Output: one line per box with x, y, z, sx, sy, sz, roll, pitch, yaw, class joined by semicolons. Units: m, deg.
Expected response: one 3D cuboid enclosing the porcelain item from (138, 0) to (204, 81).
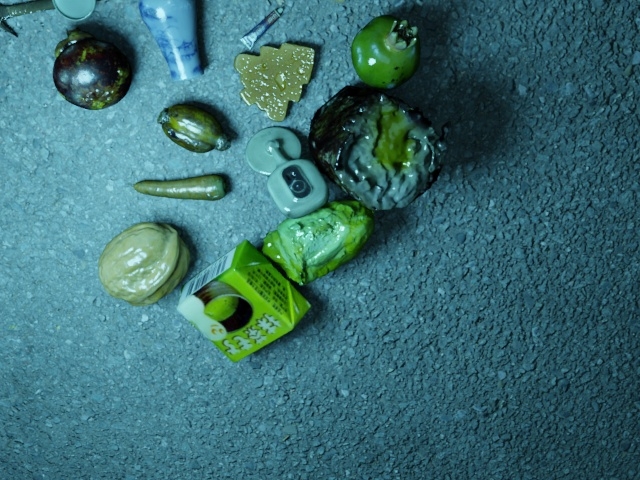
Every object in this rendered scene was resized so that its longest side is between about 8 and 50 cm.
-0.373;-0.545;1.417;0.141;0.141;0.259;-12;117;3;porcelain item

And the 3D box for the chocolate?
-0.234;0.193;1.637;0.301;0.137;0.289;-33;109;29;chocolate

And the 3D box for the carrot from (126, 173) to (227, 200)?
-0.415;-0.150;1.591;0.298;0.078;0.078;1;109;5;carrot

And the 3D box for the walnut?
-0.497;0.059;1.584;0.257;0.257;0.224;-39;138;11;walnut

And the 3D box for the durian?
0.000;0.000;1.558;0.340;0.256;0.204;-21;89;-1;durian

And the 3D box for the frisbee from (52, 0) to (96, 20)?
-0.627;-0.617;1.416;0.110;0.014;0.110;0;104;0;frisbee

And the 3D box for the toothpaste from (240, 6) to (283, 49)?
-0.151;-0.566;1.471;0.140;0.021;0.037;-39;104;14;toothpaste

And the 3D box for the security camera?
-0.096;-0.197;1.490;0.157;0.080;0.301;-30;68;-5;security camera

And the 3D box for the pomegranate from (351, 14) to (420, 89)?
0.175;-0.483;1.401;0.187;0.225;0.187;1;85;-12;pomegranate

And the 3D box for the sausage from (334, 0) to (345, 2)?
-0.064;-0.689;1.409;0.301;0.066;0.066;26;107;-8;sausage

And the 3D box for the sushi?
0.141;-0.238;1.439;0.299;0.294;0.281;25;98;-23;sushi

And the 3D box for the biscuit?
-0.113;-0.446;1.504;0.239;0.041;0.212;-32;101;9;biscuit

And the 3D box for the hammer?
-0.704;-0.611;1.438;0.297;0.027;0.125;-12;109;2;hammer

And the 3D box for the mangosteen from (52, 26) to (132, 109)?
-0.594;-0.450;1.431;0.192;0.192;0.217;-25;77;7;mangosteen

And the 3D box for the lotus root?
-0.340;-0.301;1.511;0.209;0.120;0.120;24;107;-10;lotus root
